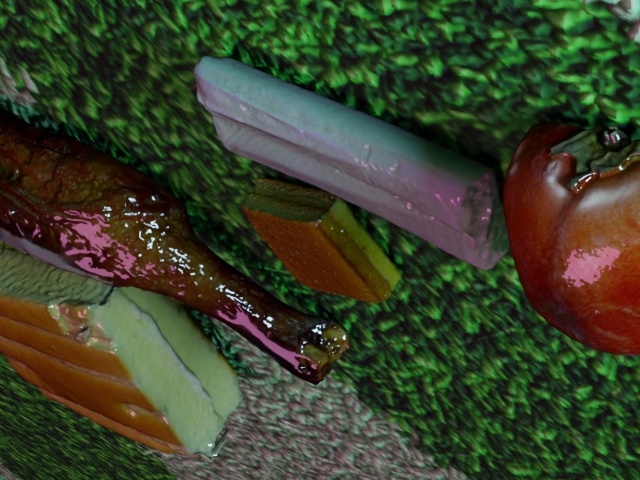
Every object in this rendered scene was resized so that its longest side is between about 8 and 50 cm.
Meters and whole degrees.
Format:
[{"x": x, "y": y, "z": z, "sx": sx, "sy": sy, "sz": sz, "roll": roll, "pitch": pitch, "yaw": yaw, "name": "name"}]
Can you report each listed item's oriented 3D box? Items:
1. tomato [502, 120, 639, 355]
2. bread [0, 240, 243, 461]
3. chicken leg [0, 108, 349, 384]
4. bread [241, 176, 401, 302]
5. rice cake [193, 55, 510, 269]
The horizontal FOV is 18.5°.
[{"x": 0.162, "y": 0.010, "z": 1.070, "sx": 0.159, "sy": 0.091, "sz": 0.139, "roll": 18, "pitch": 155, "yaw": 35, "name": "tomato"}, {"x": -0.210, "y": 0.080, "z": 1.800, "sx": 0.246, "sy": 0.111, "sz": 0.239, "roll": 18, "pitch": 155, "yaw": 39, "name": "bread"}, {"x": -0.163, "y": 0.000, "z": 1.578, "sx": 0.407, "sy": 0.096, "sz": 0.158, "roll": 27, "pitch": 163, "yaw": 16, "name": "chicken leg"}, {"x": 0.000, "y": 0.000, "z": 1.390, "sx": 0.090, "sy": 0.035, "sz": 0.094, "roll": 13, "pitch": 151, "yaw": 46, "name": "bread"}, {"x": 0.019, "y": -0.054, "z": 1.229, "sx": 0.222, "sy": 0.042, "sz": 0.080, "roll": 26, "pitch": 154, "yaw": 28, "name": "rice cake"}]
